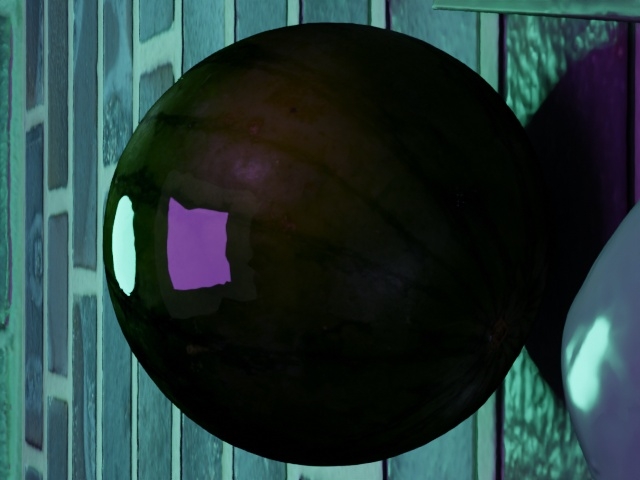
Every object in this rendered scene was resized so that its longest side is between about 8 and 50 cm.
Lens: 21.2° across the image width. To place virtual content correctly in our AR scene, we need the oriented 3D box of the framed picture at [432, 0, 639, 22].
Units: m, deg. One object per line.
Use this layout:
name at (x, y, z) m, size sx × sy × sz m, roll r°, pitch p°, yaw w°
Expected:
framed picture at (0.124, -0.227, 0.918) m, size 0.273 × 0.016 × 0.216 m, roll -153°, pitch 63°, yaw -69°

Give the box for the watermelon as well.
watermelon at (0.003, 0.001, 0.926) m, size 0.242 × 0.242 × 0.242 m, roll 180°, pitch 90°, yaw -71°

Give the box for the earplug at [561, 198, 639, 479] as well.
earplug at (0.192, 0.005, 0.485) m, size 0.325 × 0.175 × 0.214 m, roll 123°, pitch 140°, yaw -56°
